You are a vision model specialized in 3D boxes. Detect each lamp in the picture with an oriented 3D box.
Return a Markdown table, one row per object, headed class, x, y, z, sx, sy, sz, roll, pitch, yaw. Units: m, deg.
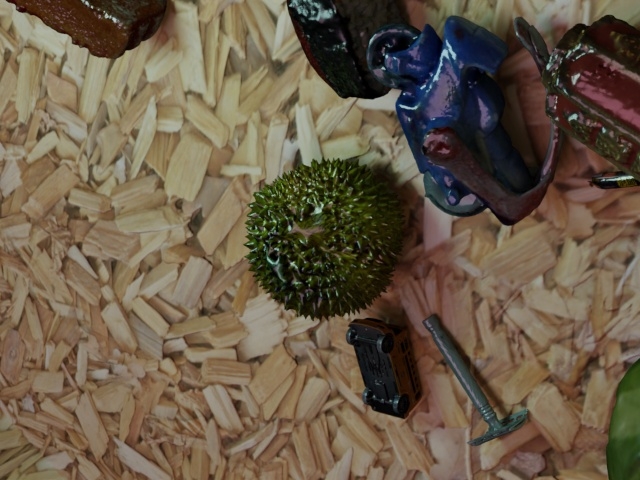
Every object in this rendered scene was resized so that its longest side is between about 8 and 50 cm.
| class | x | y | z | sx | sy | sz | roll | pitch | yaw |
| --- | --- | --- | --- | --- | --- | --- | --- | --- | --- |
| lamp | 0.411 | -0.165 | 1.742 | 0.274 | 0.177 | 0.177 | 38 | 139 | 16 |

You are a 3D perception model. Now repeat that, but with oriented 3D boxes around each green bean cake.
| class | x | y | z | sx | sy | sz | roll | pitch | yaw |
| --- | --- | --- | --- | --- | --- | --- | --- | --- | --- |
| green bean cake | -0.394 | -0.411 | 2.335 | 0.232 | 0.198 | 0.097 | 42 | 142 | 6 |

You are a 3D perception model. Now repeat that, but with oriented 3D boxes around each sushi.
| class | x | y | z | sx | sy | sz | roll | pitch | yaw |
| --- | --- | --- | --- | --- | --- | --- | --- | --- | --- |
| sushi | 0.043 | -0.317 | 2.021 | 0.126 | 0.136 | 0.225 | 20 | 136 | 45 |

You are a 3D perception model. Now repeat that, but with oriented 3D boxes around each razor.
| class | x | y | z | sx | sy | sz | roll | pitch | yaw |
| --- | --- | --- | --- | --- | --- | --- | --- | --- | --- |
| razor | 0.244 | 0.226 | 2.306 | 0.106 | 0.068 | 0.232 | -33 | 87 | 50 |

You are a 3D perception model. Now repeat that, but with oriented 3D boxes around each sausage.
| class | x | y | z | sx | sy | sz | roll | pitch | yaw |
| --- | --- | --- | --- | --- | --- | --- | --- | --- | --- |
| sausage | 0.447 | -0.088 | 1.880 | 0.198 | 0.028 | 0.025 | -6 | 91 | 46 |

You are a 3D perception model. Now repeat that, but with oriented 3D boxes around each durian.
| class | x | y | z | sx | sy | sz | roll | pitch | yaw |
| --- | --- | --- | --- | --- | --- | --- | --- | --- | --- |
| durian | -0.003 | 0.001 | 2.235 | 0.291 | 0.224 | 0.291 | 22 | 127 | 34 |

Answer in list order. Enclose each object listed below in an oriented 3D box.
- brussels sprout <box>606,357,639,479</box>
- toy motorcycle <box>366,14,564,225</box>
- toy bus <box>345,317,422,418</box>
| class | x | y | z | sx | sy | sz | roll | pitch | yaw |
| --- | --- | --- | --- | --- | --- | --- | --- | --- | --- |
| brussels sprout | 0.542 | 0.271 | 1.821 | 0.315 | 0.276 | 0.371 | 26 | 136 | -13 |
| toy motorcycle | 0.223 | -0.189 | 1.948 | 0.319 | 0.241 | 0.182 | 63 | -179 | -22 |
| toy bus | 0.114 | 0.210 | 2.389 | 0.083 | 0.088 | 0.194 | 11 | 128 | 39 |
